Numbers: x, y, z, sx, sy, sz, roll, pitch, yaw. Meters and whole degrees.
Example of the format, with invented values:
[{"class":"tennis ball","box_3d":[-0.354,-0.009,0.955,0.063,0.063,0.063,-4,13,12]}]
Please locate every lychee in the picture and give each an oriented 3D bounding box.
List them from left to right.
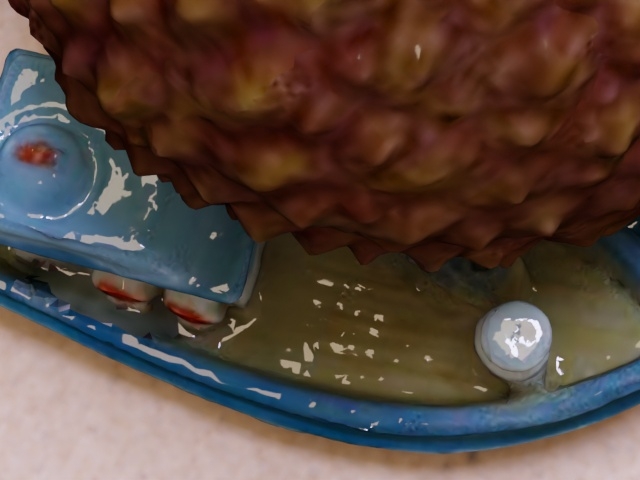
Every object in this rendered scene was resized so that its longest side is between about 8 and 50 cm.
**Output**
[{"class":"lychee","box_3d":[0.050,-0.129,0.428,0.271,0.271,0.271,-2,72,5]}]

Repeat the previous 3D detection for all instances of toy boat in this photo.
[{"class":"toy boat","box_3d":[0.000,0.000,0.526,0.238,0.098,0.109,15,77,10]}]
